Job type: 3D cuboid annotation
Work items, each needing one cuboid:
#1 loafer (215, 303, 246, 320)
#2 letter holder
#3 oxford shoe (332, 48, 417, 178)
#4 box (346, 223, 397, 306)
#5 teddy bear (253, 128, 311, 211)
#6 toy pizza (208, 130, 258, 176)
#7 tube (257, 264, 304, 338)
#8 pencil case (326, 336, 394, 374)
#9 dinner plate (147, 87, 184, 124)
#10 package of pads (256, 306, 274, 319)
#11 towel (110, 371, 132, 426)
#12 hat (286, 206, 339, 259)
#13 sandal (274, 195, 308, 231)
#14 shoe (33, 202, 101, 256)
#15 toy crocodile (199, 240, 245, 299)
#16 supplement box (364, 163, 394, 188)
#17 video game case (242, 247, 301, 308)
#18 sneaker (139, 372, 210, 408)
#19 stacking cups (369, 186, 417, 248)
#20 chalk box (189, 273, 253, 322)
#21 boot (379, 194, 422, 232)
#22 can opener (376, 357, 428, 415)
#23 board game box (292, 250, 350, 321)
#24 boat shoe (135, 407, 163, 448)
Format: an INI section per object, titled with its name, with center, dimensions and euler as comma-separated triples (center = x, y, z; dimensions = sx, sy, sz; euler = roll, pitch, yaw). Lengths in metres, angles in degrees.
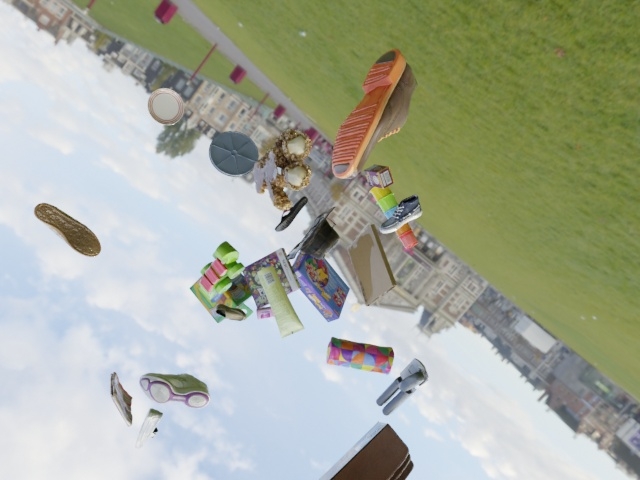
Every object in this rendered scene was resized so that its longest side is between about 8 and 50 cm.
[loafer]
center = -0.393, 0.321, 2.165
dimensions = 0.147, 0.056, 0.050
euler = 12, -155, 17
[letter holder]
center = 0.179, 0.815, 1.714
dimensions = 0.214, 0.301, 0.152
euler = 49, 164, 9
[oxford shoe]
center = 0.147, -0.289, 1.218
dimensions = 0.132, 0.364, 0.130
euler = 36, 164, -33
[box]
center = 0.151, 0.077, 1.502
dimensions = 0.021, 0.164, 0.201
euler = -4, -115, -29
[teddy bear]
center = -0.103, -0.225, 1.552
dimensions = 0.113, 0.338, 0.245
euler = -6, -106, -27
[toy pizza]
center = -0.352, -0.348, 2.017
dimensions = 0.201, 0.201, 0.032
euler = 38, 158, -3
[tube]
center = -0.140, 0.204, 1.671
dimensions = 0.240, 0.062, 0.070
euler = 65, 151, 8
[pencil case]
center = 0.136, 0.394, 1.696
dimensions = 0.236, 0.105, 0.104
euler = 12, -170, -4
[dinner plate]
center = -0.613, -0.529, 1.969
dimensions = 0.141, 0.141, 0.017
euler = 35, 174, -29
[package of pads]
center = -0.250, 0.331, 2.272
dimensions = 0.083, 0.050, 0.032
euler = -7, -165, -13
[towel]
center = -0.744, 0.590, 1.864
dimensions = 0.197, 0.029, 0.144
euler = 28, 142, 64
[hat]
center = 0.000, 0.000, 2.146
dimensions = 0.134, 0.331, 0.331
euler = 39, -173, -7
[sandal]
center = -0.119, -0.106, 1.940
dimensions = 0.040, 0.179, 0.067
euler = 38, 175, 18
[shoe]
center = -0.741, -0.034, 1.468
dimensions = 0.219, 0.077, 0.058
euler = 49, 165, -28
[toy crocodile]
center = -0.371, 0.116, 1.798
dimensions = 0.115, 0.340, 0.105
euler = 50, -134, 7
[supplement box]
center = 0.174, -0.191, 1.481
dimensions = 0.083, 0.043, 0.055
euler = 25, 142, 62
[video game case]
center = -0.231, 0.177, 2.320
dimensions = 0.210, 0.232, 0.042
euler = 66, -165, 13
[sneaker]
center = -0.622, 0.627, 2.129
dimensions = 0.305, 0.114, 0.152
euler = 23, -169, -18
[stacking cups]
center = 0.342, -0.115, 2.248
dimensions = 0.316, 0.096, 0.096
euler = 59, -168, 11
[chalk box]
center = -0.448, 0.265, 2.400
dimensions = 0.289, 0.180, 0.179
euler = 50, -149, 3
[boot]
center = 0.306, -0.106, 1.944
dimensions = 0.069, 0.189, 0.086
euler = 44, 160, 54
[can opener]
center = 0.252, 0.473, 1.590
dimensions = 0.093, 0.280, 0.074
euler = -12, -125, -34
[board game box]
center = -0.002, 0.215, 2.562
dimensions = 0.347, 0.078, 0.233
euler = 51, -144, -19
[boat shoe]
center = -0.634, 0.701, 1.844
dimensions = 0.063, 0.184, 0.066
euler = 22, -167, -13
